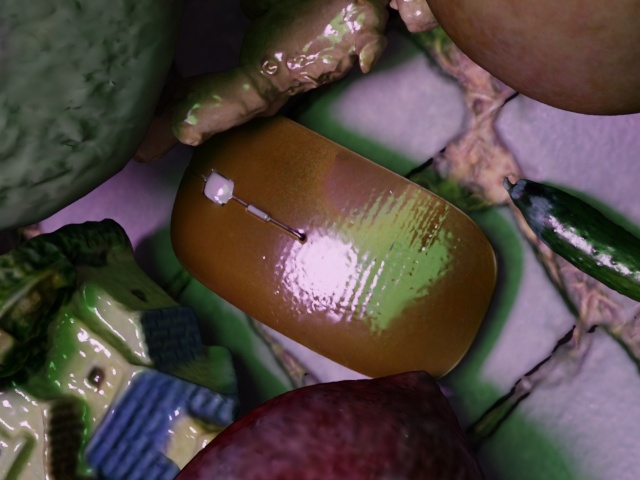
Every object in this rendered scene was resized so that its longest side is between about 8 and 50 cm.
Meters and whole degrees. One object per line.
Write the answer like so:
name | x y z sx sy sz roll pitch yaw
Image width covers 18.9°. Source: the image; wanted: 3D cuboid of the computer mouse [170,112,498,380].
computer mouse | 0.000 0.000 1.228 0.245 0.056 0.126 30 99 29

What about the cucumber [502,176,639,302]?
cucumber | 0.164 0.004 1.146 0.155 0.037 0.037 34 102 28

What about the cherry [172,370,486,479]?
cherry | -0.001 0.210 1.129 0.230 0.203 0.300 17 78 26

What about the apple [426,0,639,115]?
apple | 0.157 -0.198 1.046 0.257 0.257 0.234 43 119 25

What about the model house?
model house | -0.154 0.123 1.234 0.189 0.195 0.214 39 107 18

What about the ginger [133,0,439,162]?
ginger | -0.023 -0.136 1.232 0.258 0.065 0.149 -31 36 28

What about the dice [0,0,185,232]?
dice | -0.273 -0.209 1.185 0.330 0.318 0.322 -115 34 -41
